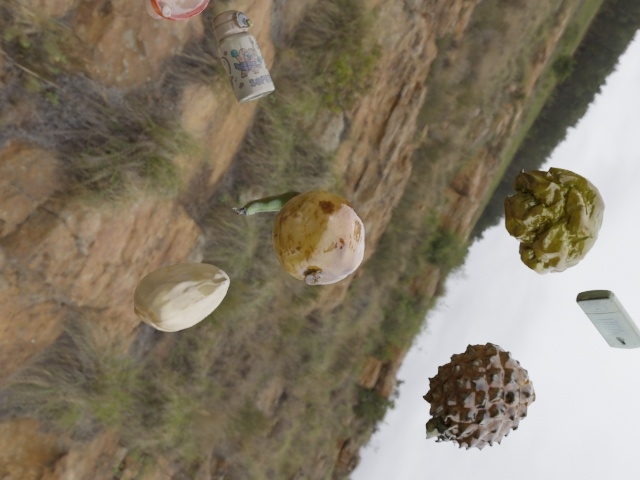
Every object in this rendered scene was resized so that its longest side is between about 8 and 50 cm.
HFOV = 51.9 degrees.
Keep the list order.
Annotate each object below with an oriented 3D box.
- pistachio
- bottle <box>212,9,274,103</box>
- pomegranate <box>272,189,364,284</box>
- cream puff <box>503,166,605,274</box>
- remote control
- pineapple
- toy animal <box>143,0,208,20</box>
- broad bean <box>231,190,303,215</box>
[{"bbox_3d":[-0.330,0.130,1.563,0.230,0.157,0.157,-20,152,-34],"label":"pistachio"},{"bbox_3d":[-0.185,-0.441,1.559,0.110,0.209,0.097,-15,-171,39],"label":"bottle"},{"bbox_3d":[0.000,0.000,1.465,0.215,0.215,0.215,-61,177,-5],"label":"pomegranate"},{"bbox_3d":[0.693,-0.072,2.033,0.324,0.257,0.291,-62,-176,15],"label":"cream puff"},{"bbox_3d":[0.752,0.205,1.700,0.098,0.233,0.038,-11,-137,46],"label":"remote control"},{"bbox_3d":[0.248,0.265,1.075,0.193,0.166,0.166,-33,172,-9],"label":"pineapple"},{"bbox_3d":[-0.353,-0.617,1.563,0.171,0.197,0.171,-28,172,-5],"label":"toy animal"},{"bbox_3d":[-0.155,-0.124,2.289,0.075,0.325,0.067,-129,-148,-58],"label":"broad bean"}]
